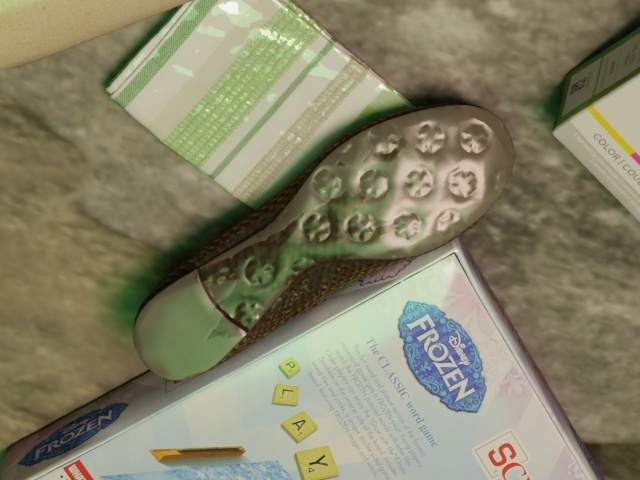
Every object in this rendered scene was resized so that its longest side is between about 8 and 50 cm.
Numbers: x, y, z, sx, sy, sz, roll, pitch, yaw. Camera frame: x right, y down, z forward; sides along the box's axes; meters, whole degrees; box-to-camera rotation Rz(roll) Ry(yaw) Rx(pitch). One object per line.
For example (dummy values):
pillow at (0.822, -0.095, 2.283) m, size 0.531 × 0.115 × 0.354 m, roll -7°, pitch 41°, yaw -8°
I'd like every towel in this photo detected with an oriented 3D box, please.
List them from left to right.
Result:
towel at (-0.032, -0.081, 1.078) m, size 0.152 × 0.023 × 0.113 m, roll 38°, pitch 108°, yaw -20°

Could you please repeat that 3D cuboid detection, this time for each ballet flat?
ballet flat at (0.000, 0.000, 1.083) m, size 0.250 × 0.058 × 0.084 m, roll -34°, pitch 93°, yaw 6°

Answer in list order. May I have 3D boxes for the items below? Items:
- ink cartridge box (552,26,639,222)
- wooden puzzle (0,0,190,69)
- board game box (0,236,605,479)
ink cartridge box at (0.242, -0.089, 1.027) m, size 0.109 × 0.062 × 0.209 m, roll 43°, pitch 128°, yaw -19°
wooden puzzle at (-0.098, -0.285, 0.937) m, size 0.322 × 0.080 × 0.348 m, roll -20°, pitch 109°, yaw 5°
board game box at (0.018, 0.190, 1.173) m, size 0.318 × 0.066 × 0.319 m, roll -28°, pitch 112°, yaw 9°
